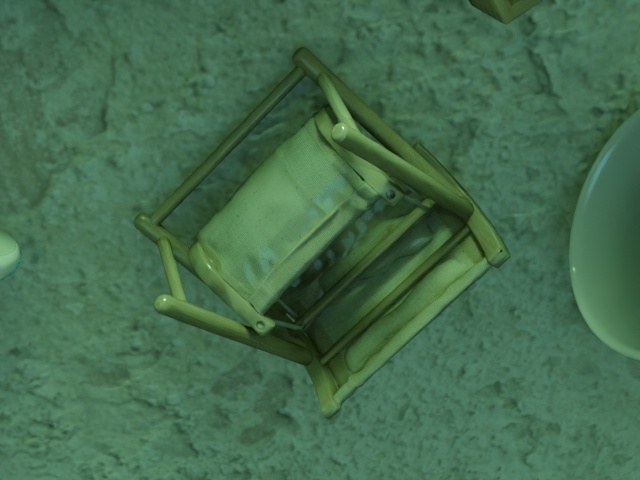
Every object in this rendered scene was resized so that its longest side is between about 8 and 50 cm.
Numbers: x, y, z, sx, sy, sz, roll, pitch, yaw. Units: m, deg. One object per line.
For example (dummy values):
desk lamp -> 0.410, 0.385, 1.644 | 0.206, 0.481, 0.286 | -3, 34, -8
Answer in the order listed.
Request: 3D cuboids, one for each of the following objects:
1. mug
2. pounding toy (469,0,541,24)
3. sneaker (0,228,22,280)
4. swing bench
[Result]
mug -> 0.444, 0.038, 1.258 | 0.328, 0.276, 0.374 | 15, 148, -28
pounding toy -> 0.191, -0.330, 1.053 | 0.206, 0.094, 0.181 | -34, 118, 0
sneaker -> -0.384, -0.028, 1.125 | 0.229, 0.087, 0.092 | 24, 112, -27
swing bench -> 0.000, 0.000, 1.181 | 0.253, 0.165, 0.255 | -43, 126, 15
